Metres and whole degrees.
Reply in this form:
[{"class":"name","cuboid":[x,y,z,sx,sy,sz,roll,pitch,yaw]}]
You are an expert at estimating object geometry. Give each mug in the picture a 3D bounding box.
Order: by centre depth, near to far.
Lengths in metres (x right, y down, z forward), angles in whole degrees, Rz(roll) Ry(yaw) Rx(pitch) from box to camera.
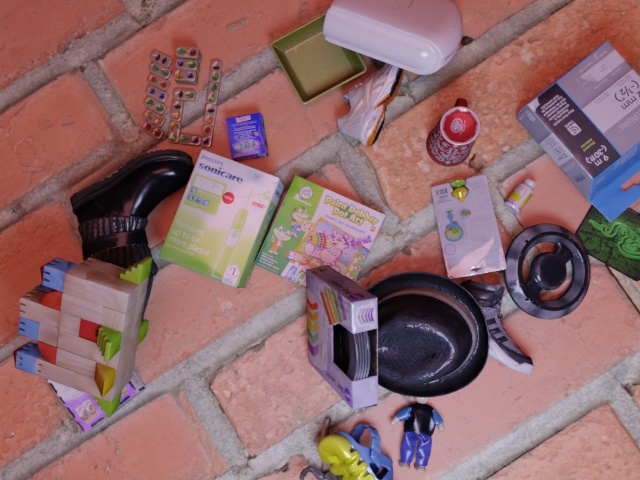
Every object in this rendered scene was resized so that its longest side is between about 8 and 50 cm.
[{"class":"mug","cuboid":[0.313,-0.266,1.372,0.113,0.169,0.150,-14,84,3]}]

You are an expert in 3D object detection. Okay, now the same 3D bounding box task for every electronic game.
[{"class":"electronic game","cuboid":[0.541,0.073,1.370,0.229,0.048,0.229,1,86,-13]}]

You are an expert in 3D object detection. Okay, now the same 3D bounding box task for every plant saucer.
[{"class":"plant saucer","cuboid":[-0.004,-0.462,1.474,0.188,0.045,0.188,-28,83,1]}]

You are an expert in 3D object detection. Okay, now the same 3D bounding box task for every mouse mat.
[{"class":"mouse mat","cuboid":[0.728,-0.009,1.404,0.190,0.007,0.152,30,87,5]}]

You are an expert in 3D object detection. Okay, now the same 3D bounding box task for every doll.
[{"class":"doll","cuboid":[0.229,0.447,1.373,0.129,0.046,0.189,10,86,4]}]

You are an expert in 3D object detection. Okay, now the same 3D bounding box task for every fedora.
[{"class":"fedora","cuboid":[0.202,0.227,1.293,0.334,0.152,0.334,2,96,23]}]

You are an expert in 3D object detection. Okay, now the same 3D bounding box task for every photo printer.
[{"class":"photo printer","cuboid":[0.188,-0.523,1.384,0.308,0.107,0.256,22,49,6]}]

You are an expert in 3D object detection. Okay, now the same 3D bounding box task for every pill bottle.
[{"class":"pill bottle","cuboid":[0.490,-0.110,1.409,0.043,0.043,0.083,38,88,6]}]

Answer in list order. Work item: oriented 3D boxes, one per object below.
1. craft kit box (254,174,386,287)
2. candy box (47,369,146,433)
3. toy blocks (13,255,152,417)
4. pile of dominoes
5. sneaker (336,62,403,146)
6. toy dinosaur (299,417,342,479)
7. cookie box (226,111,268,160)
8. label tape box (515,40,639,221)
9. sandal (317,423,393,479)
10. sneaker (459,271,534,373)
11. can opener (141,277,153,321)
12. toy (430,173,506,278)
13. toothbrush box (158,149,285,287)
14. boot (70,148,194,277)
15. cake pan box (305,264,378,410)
[{"class":"craft kit box","cuboid":[0.000,0.000,1.427,0.250,0.061,0.246,24,84,5]},{"class":"candy box","cuboid":[-0.560,0.341,1.422,0.165,0.070,0.196,-38,84,0]},{"class":"toy blocks","cuboid":[-0.547,0.182,1.291,0.261,0.191,0.381,18,112,4]},{"class":"pile of dominoes","cuboid":[-0.365,-0.375,1.492,0.196,0.040,0.251,6,85,4]},{"class":"sneaker","cuboid":[0.122,-0.373,1.435,0.121,0.099,0.262,23,84,12]},{"class":"toy dinosaur","cuboid":[0.015,0.572,1.369,0.118,0.064,0.268,-19,83,-13]},{"class":"cookie box","cuboid":[-0.186,-0.264,1.469,0.092,0.040,0.107,-9,84,3]},{"class":"label tape box","cuboid":[0.686,-0.258,1.376,0.249,0.115,0.347,-38,82,-1]},{"class":"sandal","cuboid":[0.133,0.555,1.336,0.126,0.138,0.317,-27,95,44]},{"class":"sneaker","cuboid":[0.412,0.188,1.356,0.269,0.101,0.153,36,90,9]},{"class":"can opener","cuboid":[-0.459,0.172,1.437,0.073,0.059,0.186,16,86,6]},{"class":"toy","cuboid":[0.359,-0.031,1.401,0.137,0.056,0.237,-12,77,16]},{"class":"toothbrush box","cuboid":[-0.237,-0.048,1.413,0.206,0.122,0.283,21,85,5]},{"class":"boot","cuboid":[-0.435,-0.042,1.398,0.348,0.131,0.260,-27,67,11]},{"class":"cake pan box","cuboid":[0.046,0.207,1.271,0.070,0.267,0.245,-9,107,-22]}]
